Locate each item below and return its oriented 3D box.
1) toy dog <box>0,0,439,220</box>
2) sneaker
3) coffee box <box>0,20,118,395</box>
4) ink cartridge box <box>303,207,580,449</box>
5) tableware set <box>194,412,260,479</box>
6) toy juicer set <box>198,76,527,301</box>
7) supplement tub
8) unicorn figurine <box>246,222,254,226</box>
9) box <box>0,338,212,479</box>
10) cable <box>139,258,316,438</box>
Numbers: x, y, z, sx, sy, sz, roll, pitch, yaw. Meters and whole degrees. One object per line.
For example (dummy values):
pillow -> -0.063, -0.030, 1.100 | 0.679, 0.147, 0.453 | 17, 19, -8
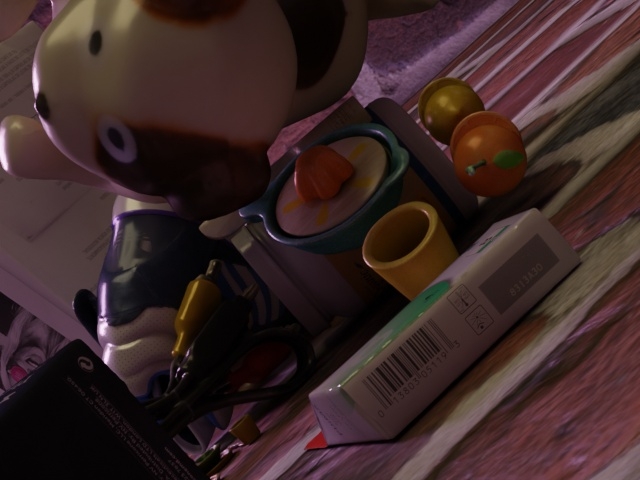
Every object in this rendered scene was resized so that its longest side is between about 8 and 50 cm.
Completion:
toy dog -> -0.106, -0.149, 1.674 | 0.395, 0.284, 0.408 | 4, 15, 7
sneaker -> -0.107, 0.106, 1.900 | 0.130, 0.236, 0.323 | -11, -26, 27
coffee box -> -0.338, 0.030, 2.194 | 0.334, 0.338, 0.337 | -55, -5, 38
ink cartridge box -> 0.063, 0.065, 1.348 | 0.181, 0.056, 0.225 | -42, 6, -16
tableware set -> -0.109, 0.202, 1.634 | 0.154, 0.024, 0.104 | -43, 5, -29
toy juicer set -> 0.034, -0.071, 1.666 | 0.329, 0.089, 0.209 | 16, 63, 52
supplement tub -> 0.031, -0.020, 1.822 | 0.200, 0.144, 0.144 | -41, 5, 0
unicorn figurine -> -0.020, 0.016, 2.242 | 0.060, 0.162, 0.111 | -32, 35, 28
box -> -0.264, 0.261, 1.380 | 0.296, 0.183, 0.294 | -39, 6, 27
cable -> -0.111, 0.138, 1.703 | 0.287, 0.139, 0.072 | -51, -5, -34
